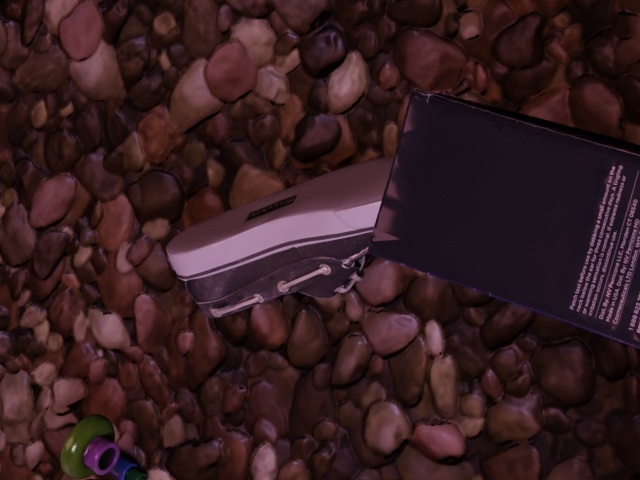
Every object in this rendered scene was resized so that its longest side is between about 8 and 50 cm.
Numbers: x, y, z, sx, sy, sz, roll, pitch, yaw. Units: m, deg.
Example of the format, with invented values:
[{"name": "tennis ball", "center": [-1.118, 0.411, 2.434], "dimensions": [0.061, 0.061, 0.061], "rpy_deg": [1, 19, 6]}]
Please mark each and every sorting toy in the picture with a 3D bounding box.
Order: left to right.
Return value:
[{"name": "sorting toy", "center": [-0.158, 0.178, 1.468], "dimensions": [0.042, 0.061, 0.102], "rpy_deg": [26, 123, 32]}]

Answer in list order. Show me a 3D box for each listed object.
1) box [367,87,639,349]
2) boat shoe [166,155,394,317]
[{"name": "box", "center": [0.178, -0.005, 1.136], "dimensions": [0.184, 0.261, 0.103], "rpy_deg": [22, 99, 34]}, {"name": "boat shoe", "center": [0.000, 0.000, 1.376], "dimensions": [0.219, 0.078, 0.070], "rpy_deg": [-16, 112, 28]}]
